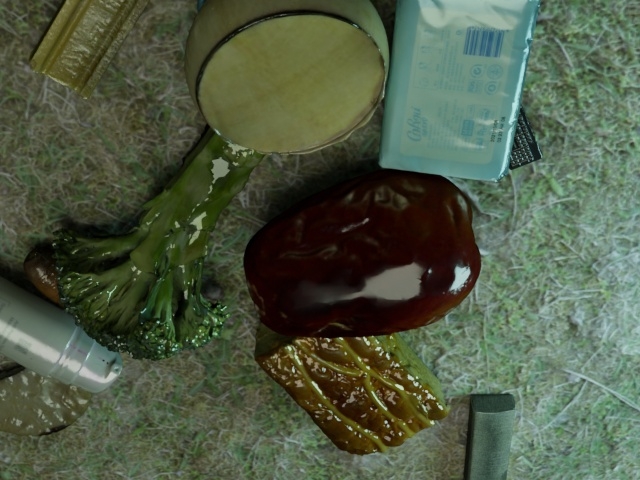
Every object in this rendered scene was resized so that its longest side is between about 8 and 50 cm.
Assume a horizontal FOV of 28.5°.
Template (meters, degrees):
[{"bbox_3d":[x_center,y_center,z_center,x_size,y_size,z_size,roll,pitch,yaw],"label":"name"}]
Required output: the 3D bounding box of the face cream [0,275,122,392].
[{"bbox_3d":[-0.451,0.115,1.834,0.345,0.102,0.102,32,120,-15],"label":"face cream"}]

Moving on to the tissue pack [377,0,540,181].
[{"bbox_3d":[0.175,-0.213,1.628,0.177,0.089,0.263,7,125,2],"label":"tissue pack"}]

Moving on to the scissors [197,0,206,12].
[{"bbox_3d":[-0.117,-0.430,1.505,0.192,0.029,0.447,-17,125,11],"label":"scissors"}]

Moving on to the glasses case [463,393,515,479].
[{"bbox_3d":[0.274,0.340,2.062,0.071,0.047,0.205,-1,126,-2],"label":"glasses case"}]

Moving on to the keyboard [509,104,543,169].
[{"bbox_3d":[0.255,-0.163,1.718,0.053,0.010,0.155,-22,123,13],"label":"keyboard"}]

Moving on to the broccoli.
[{"bbox_3d":[-0.186,0.010,1.742,0.361,0.221,0.252,-35,84,22],"label":"broccoli"}]

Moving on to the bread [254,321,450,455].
[{"bbox_3d":[0.048,0.203,1.921,0.184,0.114,0.275,-30,123,20],"label":"bread"}]

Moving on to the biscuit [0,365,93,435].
[{"bbox_3d":[-0.441,0.242,1.968,0.250,0.032,0.133,-25,109,18],"label":"biscuit"}]

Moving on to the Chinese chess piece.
[{"bbox_3d":[-0.042,-0.223,1.578,0.257,0.104,0.257,-6,139,-5],"label":"Chinese chess piece"}]

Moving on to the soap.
[{"bbox_3d":[-0.275,-0.296,1.596,0.092,0.037,0.252,29,121,-19],"label":"soap"}]

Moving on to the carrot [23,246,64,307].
[{"bbox_3d":[-0.361,0.078,1.853,0.060,0.060,0.186,-32,122,21],"label":"carrot"}]

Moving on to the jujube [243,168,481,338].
[{"bbox_3d":[0.059,0.026,1.719,0.318,0.223,0.223,-15,125,5],"label":"jujube"}]
